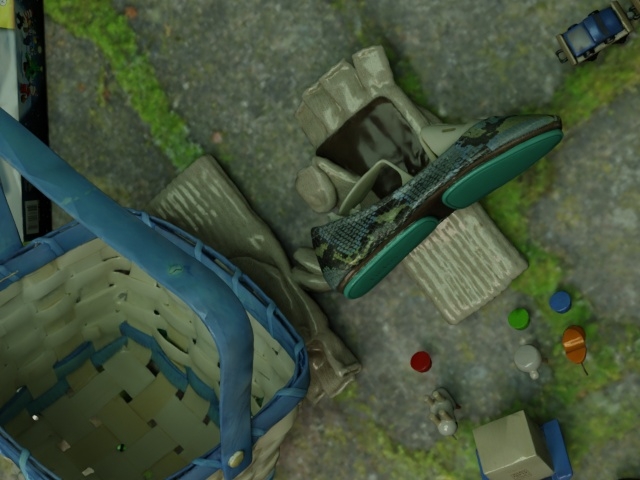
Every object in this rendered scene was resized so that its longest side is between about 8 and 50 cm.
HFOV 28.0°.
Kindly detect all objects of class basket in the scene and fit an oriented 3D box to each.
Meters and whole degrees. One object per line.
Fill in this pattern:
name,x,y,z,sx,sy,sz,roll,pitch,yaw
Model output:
basket,-0.137,0.063,0.836,0.201,0.289,0.255,-39,60,-24

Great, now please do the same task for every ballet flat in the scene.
ballet flat,0.069,-0.039,0.847,0.188,0.070,0.070,-37,82,10

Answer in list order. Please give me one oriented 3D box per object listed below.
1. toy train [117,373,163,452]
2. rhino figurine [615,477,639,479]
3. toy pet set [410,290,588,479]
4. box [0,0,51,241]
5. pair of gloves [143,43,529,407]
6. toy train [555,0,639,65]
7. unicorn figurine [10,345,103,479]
toy train,-0.149,0.138,0.999,0.024,0.017,0.083,42,107,22
rhino figurine,0.217,0.213,0.844,0.243,0.073,0.106,-11,88,22
toy pet set,0.138,0.116,0.883,0.122,0.065,0.114,-24,52,17
box,-0.295,-0.116,1.014,0.159,0.044,0.233,1,95,20
pair of gloves,0.000,0.000,0.919,0.240,0.042,0.204,-32,84,20
toy train,0.220,-0.160,0.826,0.158,0.036,0.027,-32,84,20
unicorn figurine,-0.229,0.129,1.004,0.111,0.060,0.162,41,107,13
